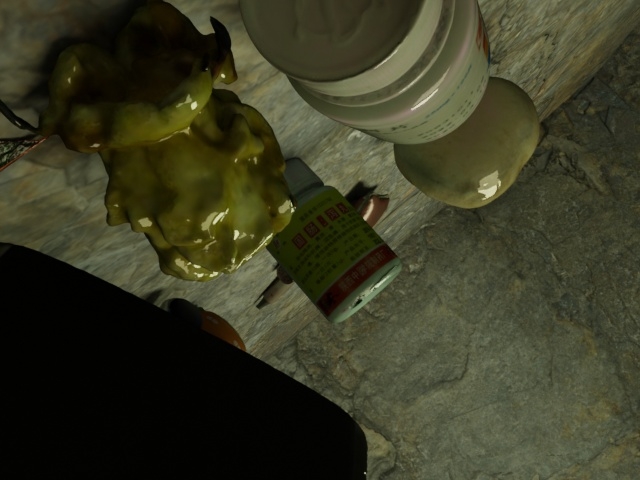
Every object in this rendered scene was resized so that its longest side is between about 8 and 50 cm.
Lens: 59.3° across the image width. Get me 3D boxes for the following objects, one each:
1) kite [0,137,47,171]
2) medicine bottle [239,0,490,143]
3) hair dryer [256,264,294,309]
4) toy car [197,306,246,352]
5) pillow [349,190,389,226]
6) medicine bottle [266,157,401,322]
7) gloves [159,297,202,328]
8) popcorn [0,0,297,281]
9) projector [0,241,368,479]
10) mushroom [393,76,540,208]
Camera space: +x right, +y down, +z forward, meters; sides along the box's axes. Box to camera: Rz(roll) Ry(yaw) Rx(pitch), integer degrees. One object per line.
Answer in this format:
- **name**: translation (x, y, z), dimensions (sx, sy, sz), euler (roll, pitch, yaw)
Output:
- **kite**: translation (-0.282, -0.031, 0.346), dimensions (0.189, 0.009, 0.232), euler (-50, 167, 30)
- **medicine bottle**: translation (0.057, -0.180, 0.499), dimensions (0.170, 0.170, 0.293), euler (-45, 169, 17)
- **hair dryer**: translation (-0.070, 0.098, 1.391), dimensions (0.195, 0.053, 0.220), euler (-28, 163, -50)
- **toy car**: translation (-0.251, 0.240, 1.000), dimensions (0.235, 0.145, 0.235), euler (-44, 178, -2)
- **pillow**: translation (0.083, -0.048, 1.296), dimensions (0.171, 0.075, 0.179), euler (-51, 169, 15)
- **medicine bottle**: translation (0.000, 0.000, 0.830), dimensions (0.139, 0.225, 0.139), euler (-39, 168, -10)
- **gloves**: translation (-0.281, 0.179, 0.899), dimensions (0.229, 0.097, 0.119), euler (-50, 163, 15)
- **popcorn**: translation (-0.110, -0.060, 0.430), dimensions (0.174, 0.168, 0.195), euler (-6, 157, 5)
- **projector**: translation (-0.187, 0.261, 0.430), dimensions (0.242, 0.405, 0.395), euler (-51, -163, 32)
- **mushroom**: translation (0.272, -0.178, 1.059), dimensions (0.260, 0.254, 0.234), euler (-2, 166, 14)
